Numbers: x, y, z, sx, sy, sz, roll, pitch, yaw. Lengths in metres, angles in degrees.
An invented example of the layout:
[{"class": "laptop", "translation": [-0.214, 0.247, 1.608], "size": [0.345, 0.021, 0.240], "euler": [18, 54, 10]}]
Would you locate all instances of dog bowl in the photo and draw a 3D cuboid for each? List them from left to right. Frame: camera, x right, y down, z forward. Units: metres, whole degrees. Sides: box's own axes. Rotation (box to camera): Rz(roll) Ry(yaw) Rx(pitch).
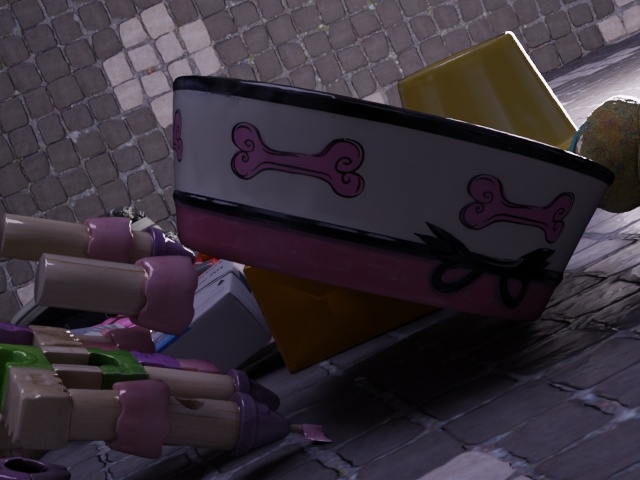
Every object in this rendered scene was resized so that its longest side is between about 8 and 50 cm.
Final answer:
[{"class": "dog bowl", "translation": [0.050, -0.032, 1.159], "size": [0.408, 0.150, 0.408], "euler": [13, 0, 0]}]

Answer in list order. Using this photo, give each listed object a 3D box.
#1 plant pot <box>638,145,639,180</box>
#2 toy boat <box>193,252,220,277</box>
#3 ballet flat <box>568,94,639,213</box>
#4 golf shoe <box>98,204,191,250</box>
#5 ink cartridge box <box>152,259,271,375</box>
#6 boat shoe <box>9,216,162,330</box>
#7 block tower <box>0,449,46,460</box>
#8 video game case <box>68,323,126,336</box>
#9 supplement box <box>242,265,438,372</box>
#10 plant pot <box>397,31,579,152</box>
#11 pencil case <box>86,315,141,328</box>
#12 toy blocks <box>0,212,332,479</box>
[{"class": "plant pot", "translation": [0.391, -0.082, 1.230], "size": [0.134, 0.134, 0.095], "euler": [-27, 31, -25]}, {"class": "toy boat", "translation": [-0.192, 0.018, 2.271], "size": [0.151, 0.151, 0.231], "euler": [-22, 7, 15]}, {"class": "ballet flat", "translation": [0.374, -0.106, 1.356], "size": [0.123, 0.123, 0.349], "euler": [-20, -2, 33]}, {"class": "golf shoe", "translation": [-0.327, 0.028, 2.329], "size": [0.120, 0.273, 0.105], "euler": [-22, 50, 25]}, {"class": "ink cartridge box", "translation": [-0.134, 0.104, 1.514], "size": [0.140, 0.082, 0.190], "euler": [-39, 14, 6]}, {"class": "boat shoe", "translation": [-0.398, 0.124, 2.209], "size": [0.187, 0.156, 0.500], "euler": [-35, 1, -44]}, {"class": "block tower", "translation": [-0.383, 0.225, 1.598], "size": [0.097, 0.090, 0.335], "euler": [-23, 7, 16]}, {"class": "video game case", "translation": [-0.293, 0.152, 1.622], "size": [0.184, 0.023, 0.201], "euler": [-6, 16, -37]}, {"class": "supplement box", "translation": [0.025, 0.039, 1.464], "size": [0.191, 0.129, 0.194], "euler": [-24, 7, 2]}, {"class": "plant pot", "translation": [0.219, -0.131, 1.656], "size": [0.254, 0.239, 0.254], "euler": [-25, 7, 3]}, {"class": "pencil case", "translation": [-0.310, 0.146, 1.962], "size": [0.209, 0.095, 0.098], "euler": [-29, -26, -23]}, {"class": "toy blocks", "translation": [-0.163, 0.147, 1.143], "size": [0.260, 0.308, 0.288], "euler": [8, 7, -23]}]
